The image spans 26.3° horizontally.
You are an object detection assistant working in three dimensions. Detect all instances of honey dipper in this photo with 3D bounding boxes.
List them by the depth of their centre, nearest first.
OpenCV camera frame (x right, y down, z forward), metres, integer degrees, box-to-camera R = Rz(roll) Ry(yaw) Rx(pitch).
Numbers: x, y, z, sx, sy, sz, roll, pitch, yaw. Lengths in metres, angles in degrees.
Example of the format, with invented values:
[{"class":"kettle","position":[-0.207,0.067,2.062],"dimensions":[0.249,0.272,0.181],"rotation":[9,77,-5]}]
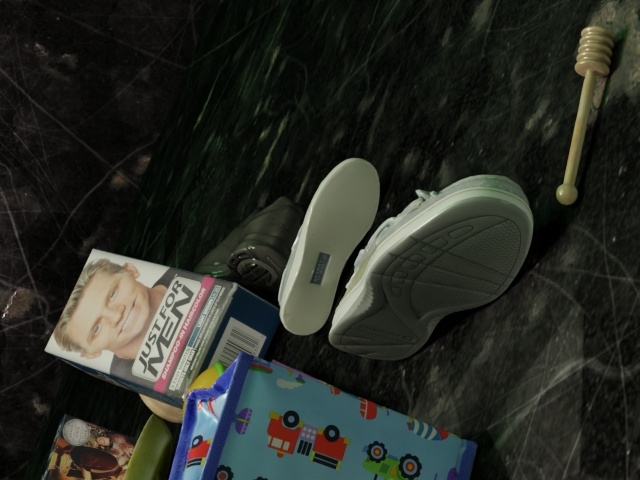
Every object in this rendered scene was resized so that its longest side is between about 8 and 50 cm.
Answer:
[{"class":"honey dipper","position":[0.222,-0.104,1.160],"dimensions":[0.030,0.030,0.160],"rotation":[152,134,-67]}]

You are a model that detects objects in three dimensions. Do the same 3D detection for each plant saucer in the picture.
[{"class":"plant saucer","position":[-0.260,0.372,1.993],"dimensions":[0.241,0.037,0.241],"rotation":[17,-90,-87]}]

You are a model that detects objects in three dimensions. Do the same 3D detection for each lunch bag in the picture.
[{"class":"lunch bag","position":[-0.023,0.273,1.092],"dimensions":[0.138,0.221,0.293],"rotation":[-43,29,57]}]

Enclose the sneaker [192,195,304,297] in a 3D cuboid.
[{"class":"sneaker","position":[-0.097,0.022,1.958],"dimensions":[0.286,0.109,0.130],"rotation":[-26,34,58]}]

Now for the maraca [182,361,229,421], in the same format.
[{"class":"maraca","position":[-0.122,0.244,1.717],"dimensions":[0.127,0.099,0.185],"rotation":[-124,32,-75]}]

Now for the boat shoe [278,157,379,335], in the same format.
[{"class":"boat shoe","position":[0.001,0.001,1.657],"dimensions":[0.227,0.079,0.081],"rotation":[-68,19,10]}]

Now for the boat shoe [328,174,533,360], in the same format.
[{"class":"boat shoe","position":[0.095,0.014,1.262],"dimensions":[0.320,0.118,0.103],"rotation":[125,157,-59]}]

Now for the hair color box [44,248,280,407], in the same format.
[{"class":"hair color box","position":[-0.226,0.129,1.917],"dimensions":[0.347,0.105,0.174],"rotation":[10,72,47]}]

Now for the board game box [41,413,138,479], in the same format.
[{"class":"board game box","position":[-0.364,0.414,2.156],"dimensions":[0.042,0.165,0.243],"rotation":[-45,28,54]}]

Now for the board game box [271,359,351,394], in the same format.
[{"class":"board game box","position":[-0.030,0.250,1.484],"dimensions":[0.208,0.056,0.347],"rotation":[-65,15,-5]}]

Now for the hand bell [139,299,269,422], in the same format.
[{"class":"hand bell","position":[-0.149,0.154,1.966],"dimensions":[0.242,0.126,0.126],"rotation":[-39,30,36]}]
